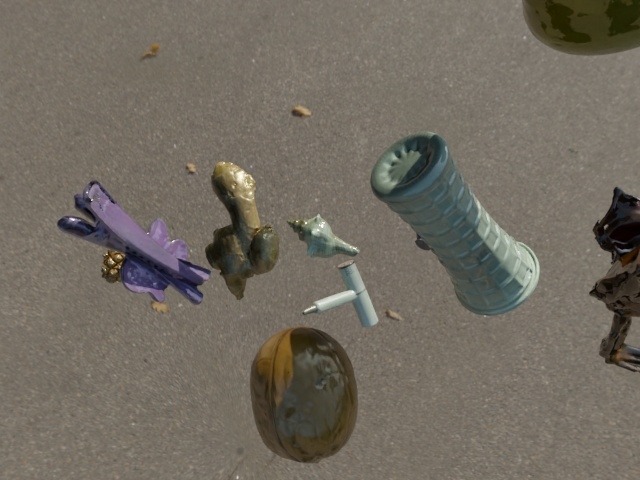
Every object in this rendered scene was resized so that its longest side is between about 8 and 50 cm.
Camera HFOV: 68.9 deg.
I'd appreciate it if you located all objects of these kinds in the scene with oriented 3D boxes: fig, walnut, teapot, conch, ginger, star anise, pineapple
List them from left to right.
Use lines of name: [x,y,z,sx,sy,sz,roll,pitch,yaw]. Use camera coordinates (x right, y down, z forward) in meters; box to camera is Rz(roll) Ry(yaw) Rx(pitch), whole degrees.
pineapple: [-0.567,0.076,1.351,0.113,0.077,0.115,15,90,0]
ginger: [-0.141,-0.019,0.750,0.059,0.132,0.214,-17,81,-61]
walnut: [-0.025,0.236,0.718,0.167,0.167,0.208,-9,87,-13]
conch: [-0.012,0.002,1.496,0.234,0.137,0.114,49,27,11]
teapot: [0.281,-0.005,1.189,0.087,0.066,0.057,15,63,33]
fig: [0.317,-0.302,0.463,0.229,0.207,0.208,-14,65,23]
star anise: [0.382,0.076,0.503,0.148,0.346,0.237,-36,45,7]

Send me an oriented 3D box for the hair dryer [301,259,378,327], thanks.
hair dryer: [0.035,0.150,1.021,0.183,0.044,0.155,-29,98,-34]

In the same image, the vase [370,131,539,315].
vase: [0.197,-0.021,0.679,0.299,0.143,0.143,42,58,-36]

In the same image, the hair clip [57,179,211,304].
hair clip: [-0.288,0.005,0.744,0.090,0.278,0.137,-12,49,22]
